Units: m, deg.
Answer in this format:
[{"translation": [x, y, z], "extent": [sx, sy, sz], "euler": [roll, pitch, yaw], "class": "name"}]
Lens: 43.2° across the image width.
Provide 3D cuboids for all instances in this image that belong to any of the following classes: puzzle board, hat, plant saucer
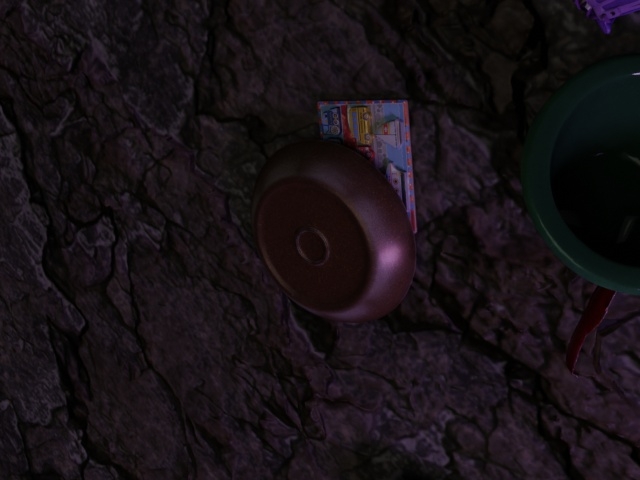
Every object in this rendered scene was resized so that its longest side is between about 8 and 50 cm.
[{"translation": [0.043, -0.070, 0.776], "extent": [0.096, 0.011, 0.128], "euler": [5, 110, 33], "class": "puzzle board"}, {"translation": [0.227, -0.024, 0.663], "extent": [0.173, 0.183, 0.208], "euler": [39, 83, 8], "class": "hat"}, {"translation": [0.000, 0.000, 0.804], "extent": [0.198, 0.036, 0.199], "euler": [17, 122, 29], "class": "plant saucer"}]

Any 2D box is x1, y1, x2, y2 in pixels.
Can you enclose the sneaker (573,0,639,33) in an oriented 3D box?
[{"translation": [0.198, -0.192, 0.595], "extent": [0.169, 0.068, 0.071], "euler": [22, 124, 25], "class": "sneaker"}]
